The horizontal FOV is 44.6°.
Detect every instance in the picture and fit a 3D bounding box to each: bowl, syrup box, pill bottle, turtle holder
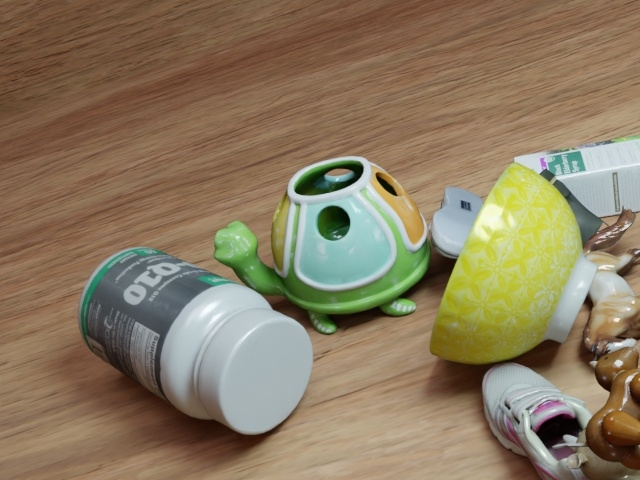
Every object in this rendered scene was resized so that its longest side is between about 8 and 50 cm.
[{"bbox_3d":[0.278,0.054,1.054,0.156,0.289,0.289,24,49,19],"label":"bowl"},{"bbox_3d":[0.451,-0.100,1.312,0.237,0.096,0.093,-8,34,14],"label":"syrup box"},{"bbox_3d":[-0.194,0.146,1.186,0.361,0.204,0.204,18,48,42],"label":"pill bottle"},{"bbox_3d":[0.013,-0.011,1.285,0.320,0.227,0.243,5,41,32],"label":"turtle holder"}]

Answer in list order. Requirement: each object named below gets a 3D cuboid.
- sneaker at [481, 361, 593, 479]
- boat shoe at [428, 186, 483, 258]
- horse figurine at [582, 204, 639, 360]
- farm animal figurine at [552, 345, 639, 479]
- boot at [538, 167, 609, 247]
[{"bbox_3d":[0.273,0.217,0.932,0.103,0.111,0.252,-25,34,-9],"label":"sneaker"},{"bbox_3d":[0.222,-0.011,1.271,0.095,0.084,0.258,21,23,9],"label":"boat shoe"},{"bbox_3d":[0.435,0.064,1.110,0.175,0.066,0.263,-14,40,9],"label":"horse figurine"},{"bbox_3d":[0.328,0.253,0.758,0.172,0.330,0.326,4,74,60],"label":"farm animal figurine"},{"bbox_3d":[0.347,0.003,1.244,0.198,0.137,0.077,-51,-6,12],"label":"boot"}]
